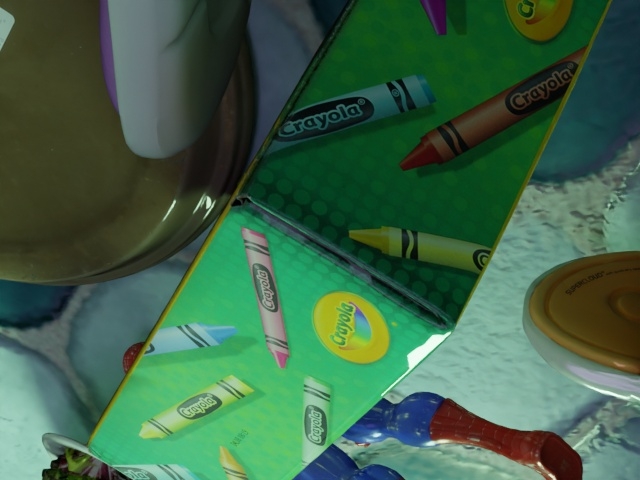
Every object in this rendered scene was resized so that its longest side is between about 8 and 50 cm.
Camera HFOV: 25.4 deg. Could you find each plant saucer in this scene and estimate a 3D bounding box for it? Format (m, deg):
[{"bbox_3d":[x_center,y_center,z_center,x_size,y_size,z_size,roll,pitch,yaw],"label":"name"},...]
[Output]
[{"bbox_3d":[-0.169,-0.085,0.708,0.278,0.041,0.278,10,126,14],"label":"plant saucer"}]

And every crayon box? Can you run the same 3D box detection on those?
[{"bbox_3d":[0.000,0.000,0.572,0.081,0.165,0.278,31,150,-4],"label":"crayon box"}]

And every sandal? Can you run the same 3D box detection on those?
[{"bbox_3d":[-0.071,-0.235,0.492,0.102,0.169,0.416,8,114,11],"label":"sandal"},{"bbox_3d":[0.223,0.021,0.613,0.265,0.102,0.076,5,125,6],"label":"sandal"}]

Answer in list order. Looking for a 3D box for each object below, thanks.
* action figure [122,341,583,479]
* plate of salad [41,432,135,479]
[{"bbox_3d":[0.007,0.117,0.737,0.280,0.091,0.139,18,151,40],"label":"action figure"},{"bbox_3d":[-0.087,0.181,0.817,0.200,0.048,0.200,32,159,14],"label":"plate of salad"}]
